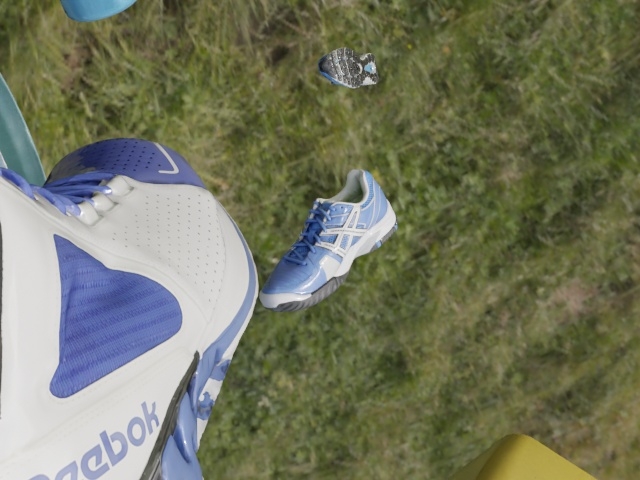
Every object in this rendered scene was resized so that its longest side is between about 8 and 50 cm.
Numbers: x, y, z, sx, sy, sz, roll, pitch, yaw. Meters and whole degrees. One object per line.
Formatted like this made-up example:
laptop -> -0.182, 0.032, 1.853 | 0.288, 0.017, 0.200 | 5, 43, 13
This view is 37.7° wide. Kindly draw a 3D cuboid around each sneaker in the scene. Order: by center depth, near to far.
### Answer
sneaker -> -0.121, 0.016, 0.400 | 0.128, 0.315, 0.182 | -20, 125, 11
sneaker -> 0.000, 0.000, 1.037 | 0.211, 0.080, 0.081 | -45, 127, -36
sneaker -> 0.034, -0.268, 1.507 | 0.073, 0.063, 0.162 | -9, 180, 27

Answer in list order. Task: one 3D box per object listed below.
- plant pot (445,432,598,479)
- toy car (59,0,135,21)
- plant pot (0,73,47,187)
plant pot -> 0.110, 0.241, 0.533 | 0.212, 0.187, 0.212 | 32, 140, -1
toy car -> -0.215, -0.348, 0.847 | 0.210, 0.238, 0.219 | -31, 125, -17
plant pot -> -0.529, -0.105, 1.354 | 0.196, 0.293, 0.293 | -20, 140, -6
